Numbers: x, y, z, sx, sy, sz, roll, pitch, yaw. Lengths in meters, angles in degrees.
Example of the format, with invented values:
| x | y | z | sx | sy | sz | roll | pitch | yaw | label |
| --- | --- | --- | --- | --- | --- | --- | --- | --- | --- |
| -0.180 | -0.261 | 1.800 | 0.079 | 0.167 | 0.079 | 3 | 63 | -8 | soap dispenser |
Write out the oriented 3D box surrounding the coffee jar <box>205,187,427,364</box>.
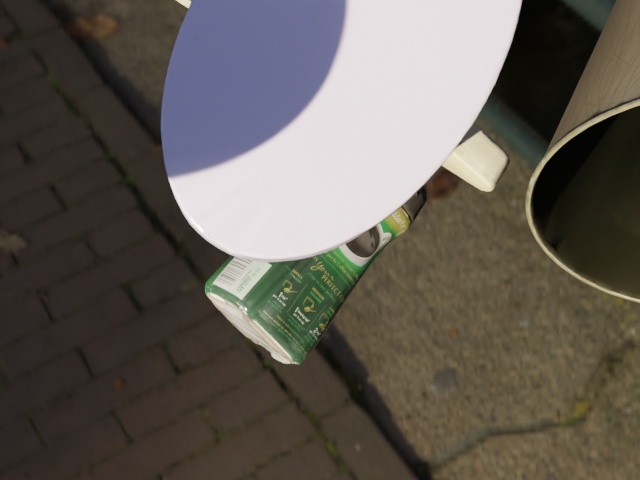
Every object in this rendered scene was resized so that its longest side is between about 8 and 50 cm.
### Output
| x | y | z | sx | sy | sz | roll | pitch | yaw | label |
| --- | --- | --- | --- | --- | --- | --- | --- | --- | --- |
| 0.000 | 0.000 | 1.230 | 0.184 | 0.096 | 0.079 | -50 | 35 | -12 | coffee jar |

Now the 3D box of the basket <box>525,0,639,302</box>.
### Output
| x | y | z | sx | sy | sz | roll | pitch | yaw | label |
| --- | --- | --- | --- | --- | --- | --- | --- | --- | --- |
| 0.225 | -0.100 | 0.809 | 0.204 | 0.154 | 0.227 | -18 | 39 | 44 | basket |

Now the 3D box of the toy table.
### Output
| x | y | z | sx | sy | sz | roll | pitch | yaw | label |
| --- | --- | --- | --- | --- | --- | --- | --- | --- | --- |
| 0.010 | -0.111 | 0.963 | 0.252 | 0.161 | 0.274 | 43 | 85 | 2 | toy table |
